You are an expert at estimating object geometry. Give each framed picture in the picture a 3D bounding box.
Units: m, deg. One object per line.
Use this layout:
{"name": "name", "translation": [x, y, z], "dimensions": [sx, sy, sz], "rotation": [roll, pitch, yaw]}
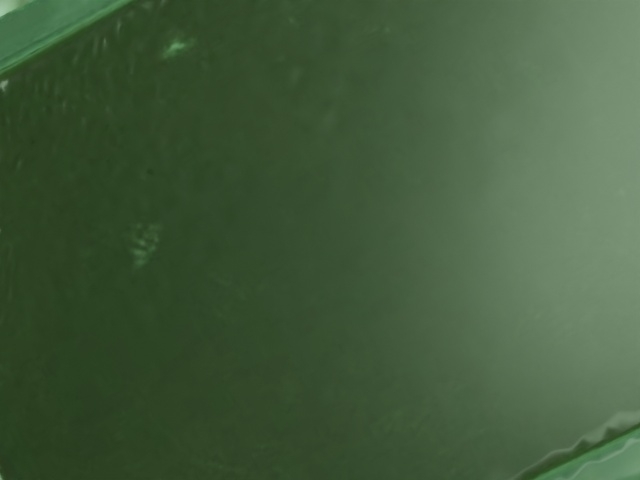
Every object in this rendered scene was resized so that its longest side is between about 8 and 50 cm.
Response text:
{"name": "framed picture", "translation": [0.000, 0.000, 0.508], "dimensions": [0.252, 0.014, 0.197], "rotation": [-27, 84, 9]}

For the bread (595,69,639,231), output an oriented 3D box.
{"name": "bread", "translation": [0.144, -0.052, 0.543], "dimensions": [0.200, 0.077, 0.116], "rotation": [-26, 89, -8]}
